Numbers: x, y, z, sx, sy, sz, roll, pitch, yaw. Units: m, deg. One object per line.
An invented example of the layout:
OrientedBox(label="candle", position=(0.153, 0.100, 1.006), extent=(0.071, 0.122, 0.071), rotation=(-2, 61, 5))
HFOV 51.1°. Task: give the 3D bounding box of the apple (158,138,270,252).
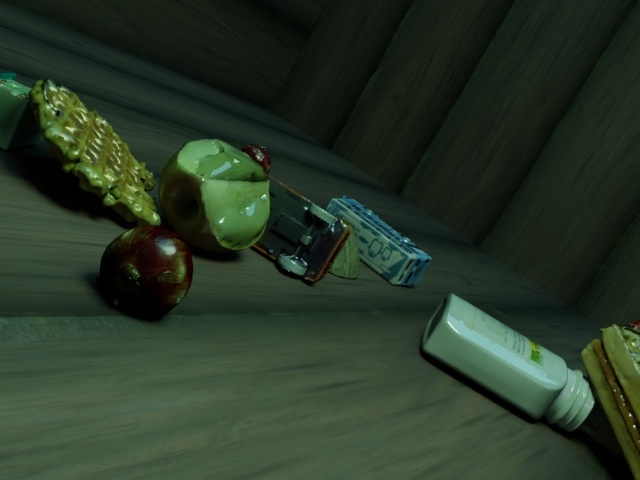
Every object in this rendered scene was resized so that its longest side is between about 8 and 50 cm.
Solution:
OrientedBox(label="apple", position=(-0.189, -0.075, 1.170), extent=(0.188, 0.174, 0.207), rotation=(-17, 89, -47))

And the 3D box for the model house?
OrientedBox(label="model house", position=(-0.555, -0.234, 1.143), extent=(0.149, 0.100, 0.127), rotation=(27, 13, -4))

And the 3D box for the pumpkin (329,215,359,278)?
OrientedBox(label="pumpkin", position=(0.013, -0.011, 1.525), extent=(0.217, 0.110, 0.217), rotation=(23, 18, -8))

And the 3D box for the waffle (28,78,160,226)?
OrientedBox(label="waffle", position=(-0.370, -0.141, 1.125), extent=(0.281, 0.058, 0.300), rotation=(43, 9, -50))

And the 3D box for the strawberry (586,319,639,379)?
OrientedBox(label="strawberry", position=(0.814, 0.333, 1.527), extent=(0.351, 0.267, 0.312), rotation=(17, -2, 38))

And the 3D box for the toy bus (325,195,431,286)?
OrientedBox(label="toy bus", position=(0.136, 0.001, 1.736), extent=(0.297, 0.106, 0.131), rotation=(39, 20, 30))

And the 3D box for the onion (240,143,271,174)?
OrientedBox(label="onion", position=(-0.189, -0.236, 1.952), extent=(0.107, 0.097, 0.107), rotation=(37, -7, 5))

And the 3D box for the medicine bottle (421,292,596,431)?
OrientedBox(label="medicine bottle", position=(0.361, 0.236, 1.289), extent=(0.324, 0.124, 0.179), rotation=(29, 18, 4))

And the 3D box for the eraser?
OrientedBox(label="eraser", position=(0.642, 0.410, 1.320), extent=(0.290, 0.087, 0.171), rotation=(35, 12, 17))

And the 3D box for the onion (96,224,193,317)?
OrientedBox(label="onion", position=(-0.217, 0.034, 0.847), extent=(0.117, 0.118, 0.118), rotation=(34, 13, 1))

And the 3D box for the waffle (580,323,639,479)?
OrientedBox(label="waffle", position=(0.639, 0.341, 1.180), extent=(0.261, 0.114, 0.376), rotation=(16, 41, -23))

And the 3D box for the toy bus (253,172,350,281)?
OrientedBox(label="toy bus", position=(-0.108, -0.055, 1.354), extent=(0.329, 0.143, 0.153), rotation=(31, 3, 10))
